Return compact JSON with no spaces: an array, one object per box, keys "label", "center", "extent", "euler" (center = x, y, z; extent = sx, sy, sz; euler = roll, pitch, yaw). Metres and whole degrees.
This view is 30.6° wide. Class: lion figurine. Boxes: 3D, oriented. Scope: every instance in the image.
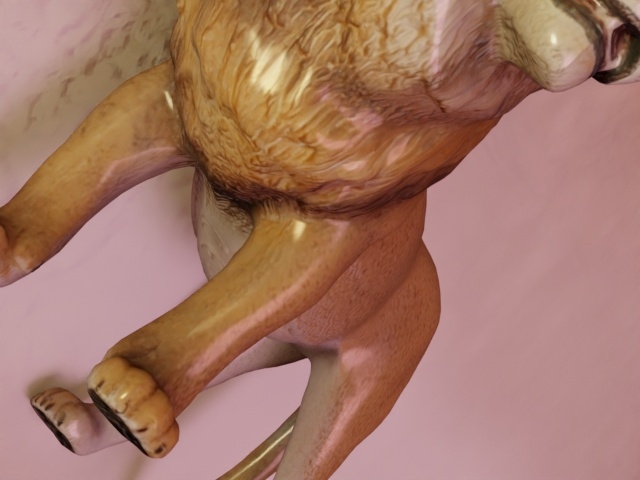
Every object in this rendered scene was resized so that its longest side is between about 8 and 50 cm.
[{"label":"lion figurine","center":[0.000,0.000,0.466],"extent":[0.240,0.142,0.392],"euler":[-41,166,-22]}]
